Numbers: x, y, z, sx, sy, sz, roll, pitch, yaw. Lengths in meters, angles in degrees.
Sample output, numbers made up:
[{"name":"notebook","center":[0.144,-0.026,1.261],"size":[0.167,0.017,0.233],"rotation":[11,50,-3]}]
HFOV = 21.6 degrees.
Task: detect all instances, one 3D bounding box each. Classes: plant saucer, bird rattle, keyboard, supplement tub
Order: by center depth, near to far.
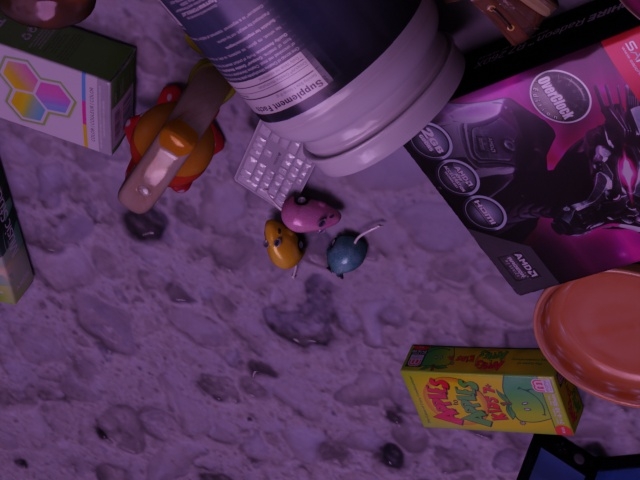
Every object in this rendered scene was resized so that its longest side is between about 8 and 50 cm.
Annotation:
[{"name":"supplement tub","center":[-0.018,-0.209,1.469],"size":[0.191,0.191,0.272],"rotation":[-21,119,41]},{"name":"bird rattle","center":[-0.142,-0.113,1.632],"size":[0.143,0.207,0.253],"rotation":[42,133,-12]},{"name":"keyboard","center":[-0.023,-0.120,1.696],"size":[0.072,0.014,0.256],"rotation":[29,139,0]},{"name":"plant saucer","center":[0.316,0.092,1.706],"size":[0.200,0.037,0.200],"rotation":[16,138,15]}]

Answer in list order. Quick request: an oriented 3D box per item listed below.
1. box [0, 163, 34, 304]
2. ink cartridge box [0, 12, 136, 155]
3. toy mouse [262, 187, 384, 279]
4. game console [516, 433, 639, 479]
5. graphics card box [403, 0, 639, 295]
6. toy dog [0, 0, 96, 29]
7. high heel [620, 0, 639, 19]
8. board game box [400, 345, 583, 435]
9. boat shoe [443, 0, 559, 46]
[{"name":"box","center":[-0.477,-0.073,1.962],"size":[0.232,0.058,0.322],"rotation":[11,137,19]},{"name":"ink cartridge box","center":[-0.299,-0.176,1.755],"size":[0.209,0.062,0.109],"rotation":[20,139,11]},{"name":"toy mouse","center":[0.000,0.000,1.779],"size":[0.143,0.031,0.161],"rotation":[-2,140,27]},{"name":"game console","center":[0.284,0.269,1.821],"size":[0.124,0.144,0.085],"rotation":[33,138,-5]},{"name":"graphics card box","center":[0.271,-0.098,1.496],"size":[0.371,0.094,0.233],"rotation":[-18,121,41]},{"name":"toy dog","center":[-0.159,-0.339,1.250],"size":[0.395,0.408,0.284],"rotation":[34,139,-6]},{"name":"high heel","center":[0.264,-0.270,1.243],"size":[0.377,0.127,0.181],"rotation":[38,120,9]},{"name":"board game box","center":[0.188,0.164,1.845],"size":[0.181,0.043,0.092],"rotation":[0,132,29]},{"name":"boat shoe","center":[0.120,-0.232,1.453],"size":[0.178,0.064,0.060],"rotation":[33,109,-8]}]
